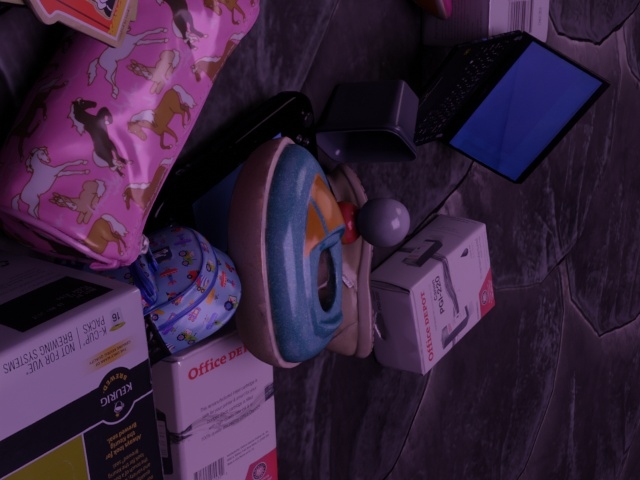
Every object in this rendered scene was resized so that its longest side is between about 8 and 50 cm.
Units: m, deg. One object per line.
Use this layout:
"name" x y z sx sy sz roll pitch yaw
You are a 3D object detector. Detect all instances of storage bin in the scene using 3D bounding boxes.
"storage bin" 0.072 -0.162 1.750 0.098 0.135 0.091 43 56 -50

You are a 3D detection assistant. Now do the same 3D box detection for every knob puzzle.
"knob puzzle" -0.218 -0.287 1.173 0.213 0.030 0.213 -22 118 -49

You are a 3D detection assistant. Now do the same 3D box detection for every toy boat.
"toy boat" 0.000 0.000 1.556 0.318 0.148 0.267 -31 119 -67

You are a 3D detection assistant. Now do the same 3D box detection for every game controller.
"game controller" -0.105 -0.053 1.591 0.319 0.067 0.166 -42 131 -37

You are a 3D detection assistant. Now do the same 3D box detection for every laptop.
"laptop" 0.245 -0.175 1.870 0.264 0.136 0.234 -21 155 -48

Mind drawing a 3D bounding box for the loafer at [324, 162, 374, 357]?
"loafer" 0.021 0.030 1.755 0.092 0.102 0.268 -5 93 -9

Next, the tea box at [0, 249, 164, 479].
"tea box" -0.339 0.223 1.229 0.329 0.220 0.323 -26 119 -47

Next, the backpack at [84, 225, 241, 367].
"backpack" -0.181 0.053 1.401 0.173 0.158 0.117 -27 129 2

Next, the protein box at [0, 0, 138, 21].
"protein box" -0.281 -0.321 1.220 0.201 0.136 0.199 -3 103 -53

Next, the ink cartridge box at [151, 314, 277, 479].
"ink cartridge box" -0.145 0.215 1.586 0.172 0.100 0.237 -25 119 -48

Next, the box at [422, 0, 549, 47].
"box" 0.249 -0.381 1.923 0.181 0.119 0.182 -17 113 -50

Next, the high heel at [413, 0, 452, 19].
"high heel" 0.146 -0.429 1.807 0.117 0.082 0.244 -49 123 -19

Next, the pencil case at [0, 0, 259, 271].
"pencil case" -0.201 -0.155 1.357 0.167 0.160 0.386 44 64 -48

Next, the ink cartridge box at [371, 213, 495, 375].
"ink cartridge box" 0.170 0.080 1.976 0.218 0.092 0.158 -37 128 -39
